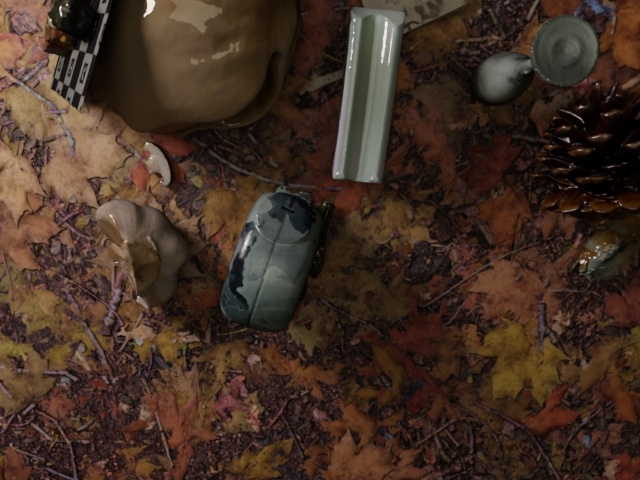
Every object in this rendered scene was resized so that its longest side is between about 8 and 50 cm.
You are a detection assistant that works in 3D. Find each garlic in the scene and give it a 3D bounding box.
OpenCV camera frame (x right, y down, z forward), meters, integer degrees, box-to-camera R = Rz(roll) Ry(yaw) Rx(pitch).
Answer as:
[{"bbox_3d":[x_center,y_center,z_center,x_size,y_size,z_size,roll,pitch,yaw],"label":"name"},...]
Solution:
[{"bbox_3d":[-0.349,0.013,1.017,0.143,0.178,0.229,-33,119,-24],"label":"garlic"}]

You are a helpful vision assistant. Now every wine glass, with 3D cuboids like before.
[{"bbox_3d":[0.263,-0.323,0.849,0.264,0.309,0.096,25,98,-5],"label":"wine glass"}]

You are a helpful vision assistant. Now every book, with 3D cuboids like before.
[{"bbox_3d":[0.176,-0.479,0.975,0.198,0.016,0.138,-22,99,5],"label":"book"}]

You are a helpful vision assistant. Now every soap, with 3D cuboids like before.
[{"bbox_3d":[0.083,-0.260,0.929,0.095,0.173,0.289,6,105,0],"label":"soap"}]

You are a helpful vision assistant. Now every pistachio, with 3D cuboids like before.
[{"bbox_3d":[-0.217,-0.366,0.884,0.445,0.281,0.365,-33,86,26],"label":"pistachio"}]

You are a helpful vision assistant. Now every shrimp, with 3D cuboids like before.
[{"bbox_3d":[0.670,0.022,1.038,0.287,0.068,0.185,14,104,-11],"label":"shrimp"}]

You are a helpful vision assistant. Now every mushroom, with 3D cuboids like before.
[{"bbox_3d":[-0.333,-0.157,1.039,0.049,0.019,0.101,-22,96,4],"label":"mushroom"}]

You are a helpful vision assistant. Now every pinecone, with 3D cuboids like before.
[{"bbox_3d":[0.512,-0.151,0.904,0.264,0.264,0.264,0,100,1],"label":"pinecone"}]

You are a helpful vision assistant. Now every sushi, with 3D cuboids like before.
[{"bbox_3d":[-0.414,-0.412,0.842,0.064,0.359,0.343,14,102,-39],"label":"sushi"}]

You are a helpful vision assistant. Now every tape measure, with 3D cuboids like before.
[{"bbox_3d":[-0.081,0.033,0.947,0.147,0.256,0.275,18,94,-2],"label":"tape measure"}]

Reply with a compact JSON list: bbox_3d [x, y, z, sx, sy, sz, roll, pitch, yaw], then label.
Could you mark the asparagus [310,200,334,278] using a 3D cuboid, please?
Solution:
[{"bbox_3d":[0.000,0.000,1.055,0.036,0.030,0.165,7,100,-11],"label":"asparagus"}]
